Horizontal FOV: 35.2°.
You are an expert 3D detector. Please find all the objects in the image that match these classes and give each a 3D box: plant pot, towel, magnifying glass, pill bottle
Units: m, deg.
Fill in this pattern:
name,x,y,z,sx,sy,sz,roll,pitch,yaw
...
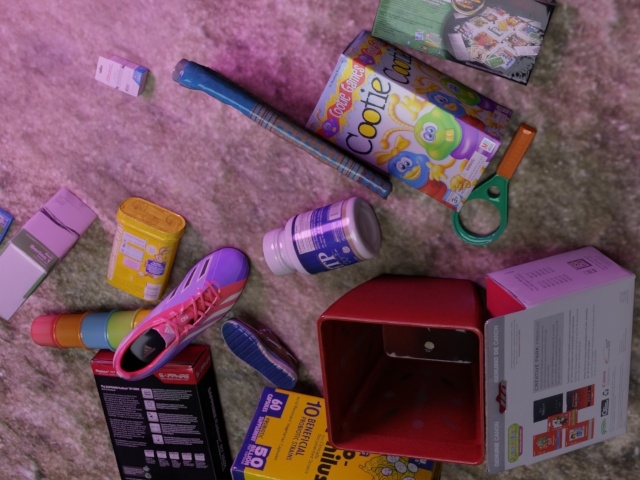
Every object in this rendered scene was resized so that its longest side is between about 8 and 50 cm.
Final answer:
name,x,y,z,sx,sy,sz,roll,pitch,yaw
plant pot,0.162,0.194,1.732,0.267,0.236,0.267,3,117,16
towel,-0.051,-0.173,1.601,0.370,0.271,0.040,31,97,0
magnifying glass,0.291,-0.090,1.667,0.092,0.026,0.231,27,123,4
pill bottle,0.000,0.000,1.756,0.186,0.112,0.112,-17,110,26

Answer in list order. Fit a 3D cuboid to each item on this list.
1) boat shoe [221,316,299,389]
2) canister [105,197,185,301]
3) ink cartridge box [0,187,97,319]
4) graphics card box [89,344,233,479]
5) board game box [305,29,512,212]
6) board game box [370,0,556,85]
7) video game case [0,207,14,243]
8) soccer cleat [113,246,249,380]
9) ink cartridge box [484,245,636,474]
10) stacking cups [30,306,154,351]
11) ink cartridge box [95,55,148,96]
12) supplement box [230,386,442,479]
name,x,y,z,sx,sy,sz,roll,pitch,yaw
boat shoe,-0.114,0.206,1.927,0.066,0.066,0.183,-34,108,32
canister,-0.333,0.020,1.900,0.126,0.073,0.170,24,123,6
ink cartridge box,-0.529,0.021,1.882,0.092,0.219,0.160,41,122,-9
graphics card box,-0.316,0.385,2.073,0.232,0.094,0.371,0,115,18
board game box,0.141,-0.191,1.592,0.275,0.142,0.144,29,121,2
board game box,0.217,-0.342,1.556,0.259,0.030,0.136,20,123,7
video game case,-0.705,-0.051,2.020,0.166,0.015,0.119,36,121,-2
soccer cleat,-0.252,0.139,1.849,0.318,0.116,0.108,-43,94,0
ink cartridge box,0.360,0.197,1.653,0.272,0.130,0.309,-13,117,-17
stacking cups,-0.432,0.172,2.006,0.316,0.096,0.096,0,116,21
ink cartridge box,-0.348,-0.291,1.768,0.083,0.028,0.048,23,121,5
supplement box,0.038,0.438,1.898,0.356,0.194,0.195,10,138,13
